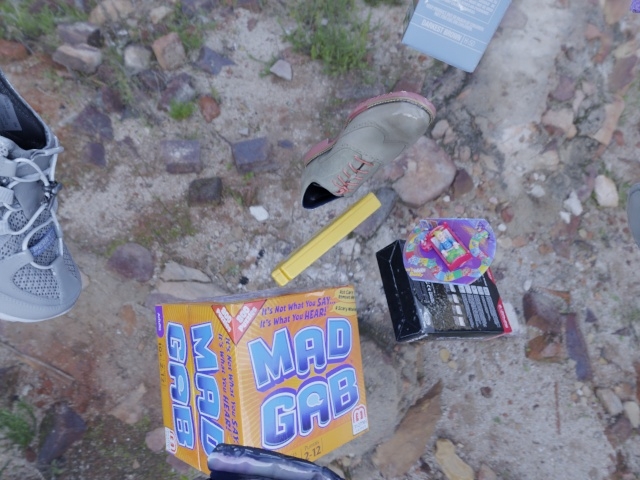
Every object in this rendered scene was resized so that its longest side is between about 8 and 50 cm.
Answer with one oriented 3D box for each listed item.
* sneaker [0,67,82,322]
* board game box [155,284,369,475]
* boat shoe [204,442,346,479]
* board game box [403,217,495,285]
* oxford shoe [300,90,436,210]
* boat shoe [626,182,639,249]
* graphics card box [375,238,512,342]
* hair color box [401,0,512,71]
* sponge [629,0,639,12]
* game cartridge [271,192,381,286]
[{"bbox_3d":[-0.257,-0.043,0.332,0.115,0.282,0.105,-8,37,1],"label":"sneaker"},{"bbox_3d":[-0.146,0.308,1.018,0.356,0.356,0.357,-3,86,-44],"label":"board game box"},{"bbox_3d":[0.044,0.251,0.250,0.340,0.127,0.158,17,112,7],"label":"boat shoe"},{"bbox_3d":[0.222,0.009,0.754,0.168,0.033,0.133,4,63,38],"label":"board game box"},{"bbox_3d":[0.071,-0.140,0.764,0.122,0.348,0.130,24,66,-21],"label":"oxford shoe"},{"bbox_3d":[0.445,0.002,0.452,0.091,0.115,0.303,-10,23,13],"label":"boat shoe"},{"bbox_3d":[0.320,0.136,1.072,0.370,0.094,0.233,9,60,-38],"label":"graphics card box"},{"bbox_3d":[0.231,-0.434,0.528,0.113,0.375,0.185,21,36,-4],"label":"hair color box"},{"bbox_3d":[0.447,-0.292,0.411,0.031,0.117,0.210,-20,32,-40],"label":"sponge"},{"bbox_3d":[0.000,0.000,1.046,0.285,0.323,0.053,-40,90,-5],"label":"game cartridge"}]
